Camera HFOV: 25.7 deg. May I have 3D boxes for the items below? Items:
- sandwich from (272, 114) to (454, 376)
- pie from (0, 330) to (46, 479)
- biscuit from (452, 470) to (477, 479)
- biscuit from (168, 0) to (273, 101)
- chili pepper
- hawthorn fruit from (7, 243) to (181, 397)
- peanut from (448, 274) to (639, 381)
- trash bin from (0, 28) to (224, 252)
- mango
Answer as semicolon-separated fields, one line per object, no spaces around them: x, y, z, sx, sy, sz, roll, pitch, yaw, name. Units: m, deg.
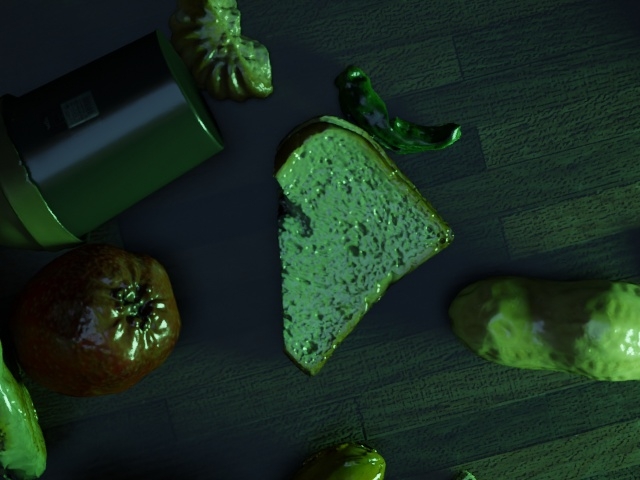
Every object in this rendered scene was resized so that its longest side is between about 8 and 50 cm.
0.000;0.000;1.844;0.254;0.099;0.288;43;92;-8;sandwich
-0.428;0.138;1.764;0.078;0.296;0.371;-19;96;-12;pie
0.161;0.441;1.890;0.250;0.046;0.147;-44;92;2;biscuit
-0.138;-0.258;1.853;0.118;0.061;0.183;-27;93;3;biscuit
0.094;-0.162;1.862;0.182;0.050;0.073;30;86;-3;chili pepper
-0.304;0.108;1.809;0.205;0.253;0.205;14;68;-39;hawthorn fruit
0.326;0.109;1.825;0.319;0.147;0.147;8;93;0;peanut
-0.307;-0.114;1.780;0.334;0.214;0.214;-30;92;3;trash bin
0.000;0.374;1.835;0.156;0.151;0.249;39;96;32;mango
